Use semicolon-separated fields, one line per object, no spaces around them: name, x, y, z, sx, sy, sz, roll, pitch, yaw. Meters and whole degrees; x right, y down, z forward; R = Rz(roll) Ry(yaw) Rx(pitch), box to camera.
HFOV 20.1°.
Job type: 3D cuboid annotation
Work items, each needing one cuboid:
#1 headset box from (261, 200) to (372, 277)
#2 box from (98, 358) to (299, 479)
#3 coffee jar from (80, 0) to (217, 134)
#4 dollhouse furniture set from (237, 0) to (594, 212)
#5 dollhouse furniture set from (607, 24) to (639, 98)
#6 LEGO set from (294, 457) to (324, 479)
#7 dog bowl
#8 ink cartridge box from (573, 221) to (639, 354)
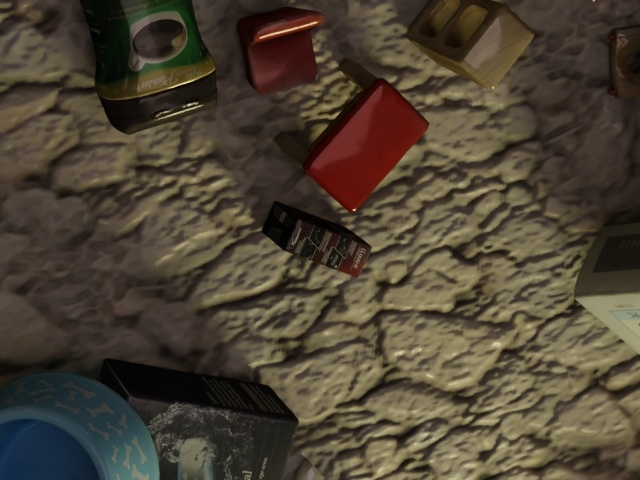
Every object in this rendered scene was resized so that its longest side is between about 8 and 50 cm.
headset box;0.000;0.000;1.546;0.083;0.062;0.032;22;98;-26
box;-0.121;0.198;1.542;0.158;0.093;0.156;11;102;-23
coffee jar;-0.143;-0.180;1.426;0.096;0.079;0.184;-19;111;-19
dollhouse furniture set;0.088;-0.216;1.464;0.201;0.152;0.374;42;88;-26
dollhouse furniture set;0.336;-0.208;1.576;0.129;0.129;0.183;-11;110;-18
LEGO set;0.034;0.316;1.642;0.093;0.087;0.227;-43;115;-5
dog bowl;-0.255;0.246;1.459;0.166;0.074;0.297;35;102;7
ink cartridge box;0.462;0.113;1.622;0.385;0.308;0.091;40;64;-26
